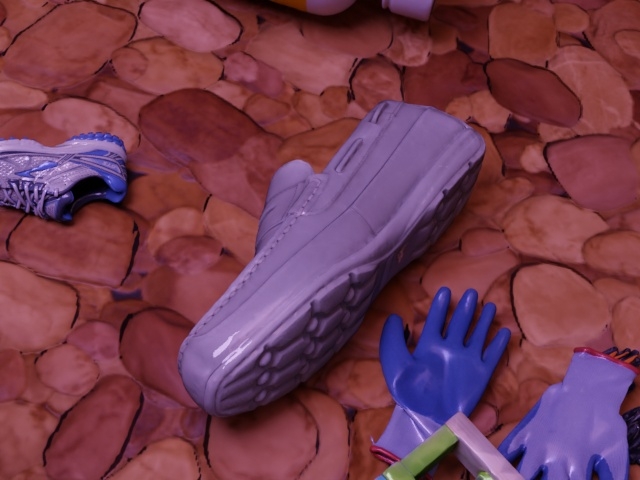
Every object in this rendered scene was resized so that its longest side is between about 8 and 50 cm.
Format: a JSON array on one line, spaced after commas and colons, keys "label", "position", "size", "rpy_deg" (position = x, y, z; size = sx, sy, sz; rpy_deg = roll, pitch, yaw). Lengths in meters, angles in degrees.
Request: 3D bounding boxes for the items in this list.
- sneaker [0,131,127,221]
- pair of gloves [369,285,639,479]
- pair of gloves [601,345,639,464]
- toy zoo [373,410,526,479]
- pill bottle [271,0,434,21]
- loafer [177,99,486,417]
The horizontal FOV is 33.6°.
[{"label": "sneaker", "position": [-0.205, -0.042, 0.777], "size": [0.135, 0.052, 0.058], "rpy_deg": [-12, 62, -18]}, {"label": "pair of gloves", "position": [0.125, 0.117, 0.741], "size": [0.198, 0.023, 0.159], "rpy_deg": [23, 57, 12]}, {"label": "pair of gloves", "position": [0.222, 0.119, 0.767], "size": [0.074, 0.010, 0.083], "rpy_deg": [-30, 66, -21]}, {"label": "toy zoo", "position": [0.041, 0.257, 0.612], "size": [0.293, 0.030, 0.192], "rpy_deg": [-35, 69, -24]}, {"label": "pill bottle", "position": [-0.044, -0.305, 0.908], "size": [0.333, 0.188, 0.188], "rpy_deg": [18, 54, 3]}, {"label": "loafer", "position": [0.000, 0.000, 0.756], "size": [0.111, 0.112, 0.319], "rpy_deg": [32, 48, 18]}]
